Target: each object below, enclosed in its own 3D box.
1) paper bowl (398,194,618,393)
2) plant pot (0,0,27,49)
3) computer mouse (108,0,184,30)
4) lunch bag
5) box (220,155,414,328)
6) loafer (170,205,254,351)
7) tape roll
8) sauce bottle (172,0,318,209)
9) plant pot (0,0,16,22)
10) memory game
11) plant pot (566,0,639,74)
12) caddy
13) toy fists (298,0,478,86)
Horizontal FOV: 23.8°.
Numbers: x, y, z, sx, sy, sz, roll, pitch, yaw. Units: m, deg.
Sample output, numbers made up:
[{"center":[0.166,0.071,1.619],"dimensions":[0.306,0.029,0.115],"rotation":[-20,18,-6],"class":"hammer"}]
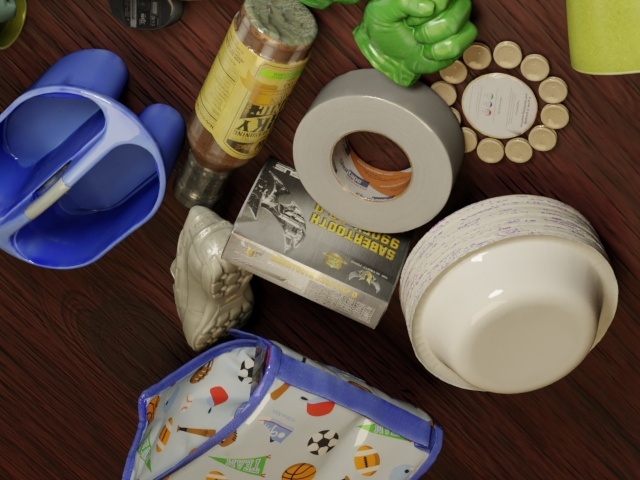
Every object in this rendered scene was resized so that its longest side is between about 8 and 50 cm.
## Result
[{"center":[0.254,0.089,2.014],"dimensions":[0.284,0.148,0.284],"rotation":[-5,131,-6],"class":"paper bowl"},{"center":[-0.452,-0.309,2.048],"dimensions":[0.079,0.083,0.083],"rotation":[21,131,17],"class":"plant pot"},{"center":[-0.288,-0.330,2.004],"dimensions":[0.242,0.041,0.071],"rotation":[16,121,15],"class":"computer mouse"},{"center":[-0.055,0.293,2.240],"dimensions":[0.328,0.239,0.385],"rotation":[27,140,-26],"class":"lunch bag"},{"center":[0.000,0.000,2.064],"dimensions":[0.231,0.183,0.056],"rotation":[25,130,-1],"class":"box"},{"center":[-0.160,0.059,2.194],"dimensions":[0.111,0.112,0.319],"rotation":[54,155,21],"class":"loafer"},{"center":[0.077,-0.117,2.012],"dimensions":[0.219,0.072,0.219],"rotation":[12,131,14],"class":"tape roll"},{"center":[-0.110,-0.175,2.015],"dimensions":[0.111,0.111,0.344],"rotation":[27,134,-3],"class":"sauce bottle"},{"center":[-0.561,-0.353,1.840],"dimensions":[0.334,0.341,0.341],"rotation":[-15,127,-12],"class":"plant pot"},{"center":[0.231,-0.177,1.964],"dimensions":[0.186,0.012,0.186],"rotation":[9,128,12],"class":"memory game"},{"center":[0.374,-0.360,1.641],"dimensions":[0.275,0.275,0.293],"rotation":[-9,107,24],"class":"plant pot"},{"center":[-0.348,-0.102,2.102],"dimensions":[0.241,0.179,0.341],"rotation":[42,127,-17],"class":"caddy"},{"center":[0.066,-0.310,1.862],"dimensions":[0.279,0.096,0.142],"rotation":[39,127,-12],"class":"toy fists"}]
